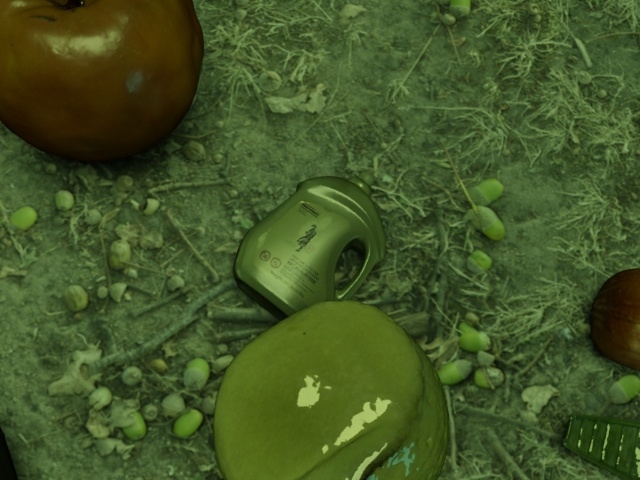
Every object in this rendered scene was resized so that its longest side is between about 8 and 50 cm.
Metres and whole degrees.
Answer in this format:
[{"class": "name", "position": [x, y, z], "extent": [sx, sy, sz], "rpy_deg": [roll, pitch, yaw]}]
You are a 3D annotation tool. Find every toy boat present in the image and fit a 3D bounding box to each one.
[{"class": "toy boat", "position": [0.484, 0.313, 1.336], "extent": [0.293, 0.055, 0.093], "rpy_deg": [17, 73, 1]}]

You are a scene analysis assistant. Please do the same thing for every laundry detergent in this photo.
[{"class": "laundry detergent", "position": [0.000, 0.000, 1.383], "extent": [0.181, 0.091, 0.253], "rpy_deg": [37, 74, 6]}]

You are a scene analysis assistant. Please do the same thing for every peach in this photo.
[{"class": "peach", "position": [-0.329, -0.274, 1.339], "extent": [0.343, 0.301, 0.342], "rpy_deg": [2, 66, -4]}]

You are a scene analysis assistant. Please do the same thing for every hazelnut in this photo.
[{"class": "hazelnut", "position": [0.468, 0.113, 1.358], "extent": [0.150, 0.150, 0.150], "rpy_deg": [1, 73, -3]}]

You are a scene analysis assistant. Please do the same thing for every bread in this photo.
[{"class": "bread", "position": [0.018, 0.248, 1.241], "extent": [0.321, 0.237, 0.320], "rpy_deg": [-2, 60, 4]}]

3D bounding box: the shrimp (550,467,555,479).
[{"class": "shrimp", "position": [0.327, 0.403, 1.249], "extent": [0.372, 0.137, 0.172], "rpy_deg": [10, 89, 1]}]

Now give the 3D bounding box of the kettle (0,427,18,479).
[{"class": "kettle", "position": [-0.482, 0.387, 1.179], "extent": [0.251, 0.207, 0.271], "rpy_deg": [-25, 84, -18]}]
